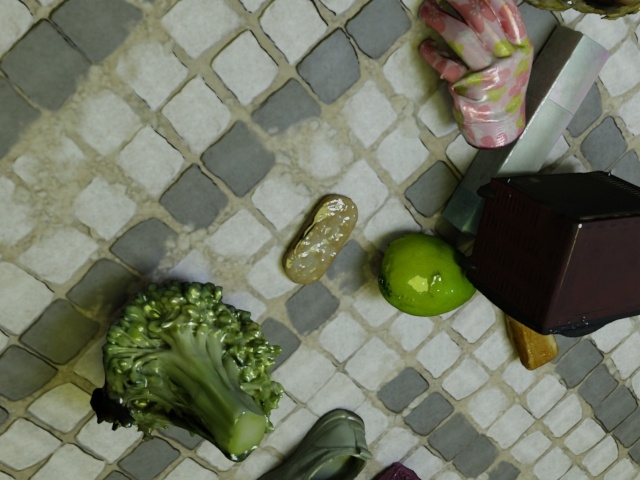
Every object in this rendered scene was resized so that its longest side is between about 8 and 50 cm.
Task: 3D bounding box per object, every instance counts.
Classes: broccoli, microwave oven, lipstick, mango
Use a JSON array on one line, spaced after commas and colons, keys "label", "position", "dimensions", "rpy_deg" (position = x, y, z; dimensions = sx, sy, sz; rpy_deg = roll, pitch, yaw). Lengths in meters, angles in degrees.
[{"label": "broccoli", "position": [-0.158, 0.197, 1.054], "dimensions": [0.247, 0.243, 0.263], "rpy_deg": [-31, 129, -22]}, {"label": "microwave oven", "position": [0.352, 0.013, 1.147], "dimensions": [0.247, 0.178, 0.188], "rpy_deg": [-7, 121, -31]}, {"label": "lipstick", "position": [0.293, -0.149, 1.177], "dimensions": [0.068, 0.066, 0.317], "rpy_deg": [23, 104, -30]}, {"label": "mango", "position": [0.165, 0.055, 1.206], "dimensions": [0.178, 0.100, 0.119], "rpy_deg": [8, 109, -34]}]

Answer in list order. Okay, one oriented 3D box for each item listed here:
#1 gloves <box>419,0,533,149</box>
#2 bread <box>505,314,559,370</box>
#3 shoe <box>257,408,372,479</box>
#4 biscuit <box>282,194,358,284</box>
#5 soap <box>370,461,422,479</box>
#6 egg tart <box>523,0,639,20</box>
[{"label": "gloves", "position": [0.215, -0.249, 1.069], "dimensions": [0.145, 0.126, 0.241], "rpy_deg": [-23, 127, -8]}, {"label": "bread", "position": [0.353, 0.153, 1.359], "dimensions": [0.074, 0.053, 0.132], "rpy_deg": [-27, 122, -4]}, {"label": "shoe", "position": [-0.025, 0.393, 1.295], "dimensions": [0.103, 0.098, 0.275], "rpy_deg": [38, 98, -28]}, {"label": "biscuit", "position": [0.000, 0.000, 1.158], "dimensions": [0.071, 0.018, 0.147], "rpy_deg": [26, 101, -33]}, {"label": "soap", "position": [0.141, 0.518, 1.291], "dimensions": [0.220, 0.325, 0.127], "rpy_deg": [-36, 119, -6]}, {"label": "egg tart", "position": [0.391, -0.376, 1.029], "dimensions": [0.297, 0.132, 0.297], "rpy_deg": [-19, 147, -13]}]
